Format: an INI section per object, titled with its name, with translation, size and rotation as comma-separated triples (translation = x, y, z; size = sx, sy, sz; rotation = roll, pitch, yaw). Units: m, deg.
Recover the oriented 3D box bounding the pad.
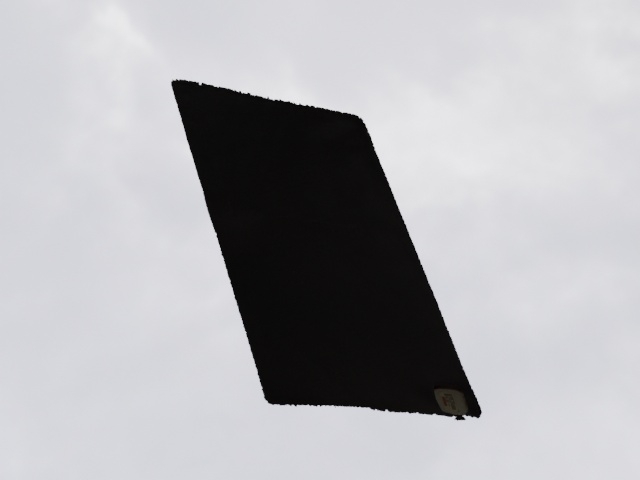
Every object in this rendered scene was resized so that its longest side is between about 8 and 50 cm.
[pad]
translation = 0.000, 0.000, 0.631
size = 0.116, 0.004, 0.193
rotation = 8, -133, -33
